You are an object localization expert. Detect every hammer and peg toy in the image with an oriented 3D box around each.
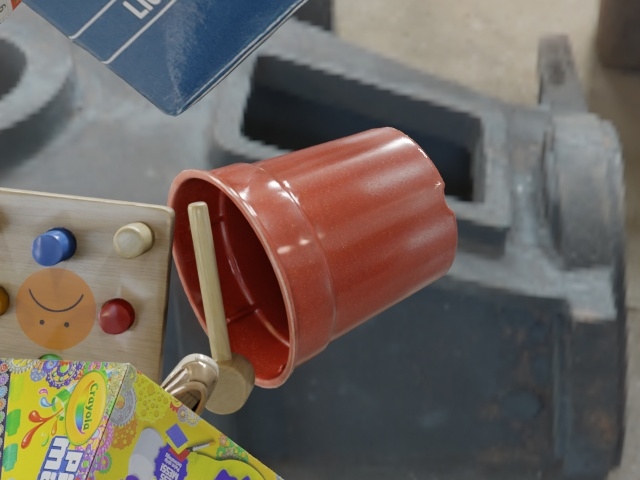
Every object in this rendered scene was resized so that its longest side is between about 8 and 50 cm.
[{"bbox_3d":[-0.244,0.073,1.876,0.361,0.265,0.127,5,7,7],"label":"hammer and peg toy"}]

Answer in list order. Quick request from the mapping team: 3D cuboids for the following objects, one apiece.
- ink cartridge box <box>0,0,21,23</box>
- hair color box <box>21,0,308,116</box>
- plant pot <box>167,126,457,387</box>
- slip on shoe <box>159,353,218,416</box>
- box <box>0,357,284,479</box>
[{"bbox_3d":[-0.290,-0.226,1.461,0.029,0.063,0.115,22,55,20],"label":"ink cartridge box"},{"bbox_3d":[-0.127,-0.205,0.408,0.105,0.347,0.174,-40,29,24],"label":"hair color box"},{"bbox_3d":[0.000,0.000,1.971,0.265,0.272,0.272,-23,45,-27],"label":"plant pot"},{"bbox_3d":[-0.135,0.159,1.501,0.051,0.135,0.041,30,34,-18],"label":"slip on shoe"},{"bbox_3d":[-0.196,0.234,1.316,0.279,0.290,0.177,0,60,36],"label":"box"}]
